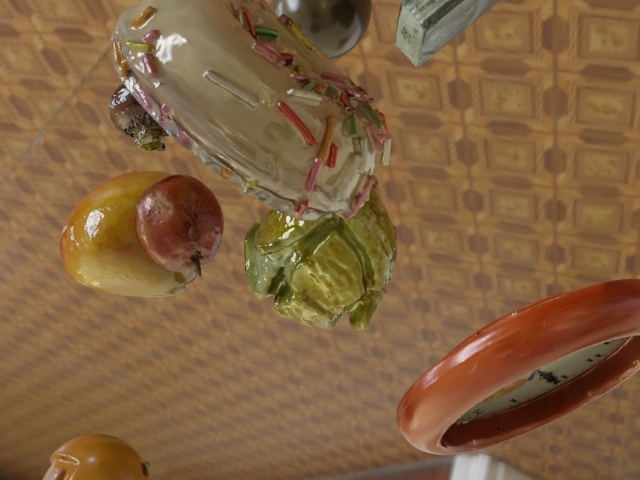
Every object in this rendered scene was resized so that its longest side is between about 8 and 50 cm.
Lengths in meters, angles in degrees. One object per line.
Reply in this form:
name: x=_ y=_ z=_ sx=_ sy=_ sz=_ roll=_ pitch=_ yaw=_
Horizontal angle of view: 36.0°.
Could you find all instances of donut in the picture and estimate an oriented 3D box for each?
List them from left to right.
donut: x=-0.071 y=-0.183 z=1.196 sx=0.382 sy=0.383 sz=0.142 roll=31 pitch=110 yaw=-23

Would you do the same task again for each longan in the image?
longan: x=0.000 y=-0.437 z=1.884 sx=0.196 sy=0.220 sz=0.197 roll=15 pitch=129 yaw=19

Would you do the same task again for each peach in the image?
peach: x=-0.412 y=-0.014 z=2.157 sx=0.307 sy=0.289 sz=0.289 roll=9 pitch=151 yaw=4

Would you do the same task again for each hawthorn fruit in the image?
hawthorn fruit: x=-0.265 y=-0.018 z=1.888 sx=0.179 sy=0.200 sz=0.179 roll=-18 pitch=151 yaw=-10

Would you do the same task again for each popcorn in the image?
popcorn: x=0.004 y=0.001 z=1.511 sx=0.225 sy=0.276 sz=0.276 roll=40 pitch=145 yaw=-21

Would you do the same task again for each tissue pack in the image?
tissue pack: x=0.251 y=-0.439 z=1.747 sx=0.081 sy=0.257 sz=0.185 roll=49 pitch=174 yaw=10

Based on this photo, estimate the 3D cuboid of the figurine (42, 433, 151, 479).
figurine: x=-0.232 y=0.272 z=0.896 sx=0.324 sy=0.222 sz=0.124 roll=1 pitch=134 yaw=41

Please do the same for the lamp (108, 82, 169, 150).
lamp: x=-0.346 y=-0.254 z=1.976 sx=0.156 sy=0.135 sz=0.157 roll=-19 pitch=150 yaw=24

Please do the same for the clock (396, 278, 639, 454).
clock: x=0.148 y=0.088 z=0.685 sx=0.205 sy=0.051 sz=0.205 roll=-19 pitch=154 yaw=-10
